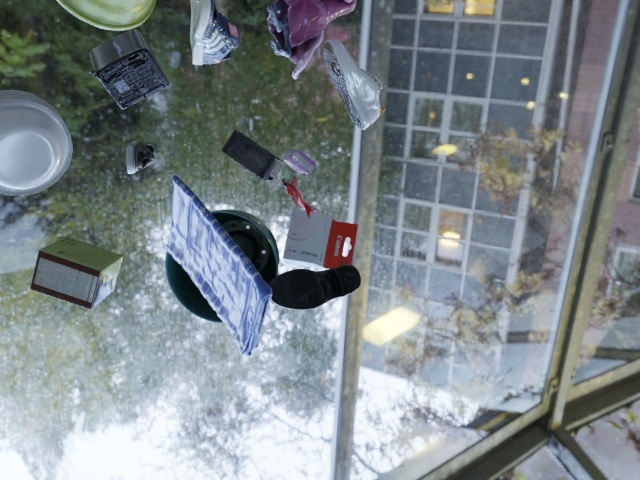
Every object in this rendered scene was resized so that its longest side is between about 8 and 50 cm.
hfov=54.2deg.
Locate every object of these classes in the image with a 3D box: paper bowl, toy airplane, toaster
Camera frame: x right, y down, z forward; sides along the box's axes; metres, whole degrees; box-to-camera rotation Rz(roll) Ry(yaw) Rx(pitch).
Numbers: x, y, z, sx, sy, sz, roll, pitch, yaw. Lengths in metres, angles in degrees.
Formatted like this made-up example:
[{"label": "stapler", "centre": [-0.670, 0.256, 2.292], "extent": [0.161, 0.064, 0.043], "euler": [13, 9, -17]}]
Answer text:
[{"label": "paper bowl", "centre": [-0.835, -0.257, 1.726], "extent": [0.284, 0.284, 0.148], "euler": [-11, -144, -31]}, {"label": "toy airplane", "centre": [-0.061, -0.122, 1.785], "extent": [0.028, 0.151, 0.151], "euler": [-36, -169, 21]}, {"label": "toaster", "centre": [-0.552, -0.491, 1.791], "extent": [0.168, 0.186, 0.110], "euler": [-28, -118, -1]}]

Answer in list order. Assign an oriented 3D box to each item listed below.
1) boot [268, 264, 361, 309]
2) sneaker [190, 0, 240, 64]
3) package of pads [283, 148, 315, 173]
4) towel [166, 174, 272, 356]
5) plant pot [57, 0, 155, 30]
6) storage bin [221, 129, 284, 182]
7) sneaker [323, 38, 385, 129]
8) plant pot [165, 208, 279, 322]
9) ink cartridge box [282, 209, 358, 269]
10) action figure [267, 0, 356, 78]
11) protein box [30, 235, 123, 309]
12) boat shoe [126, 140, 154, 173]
[{"label": "boot", "centre": [-0.053, 0.124, 1.471], "extent": [0.262, 0.091, 0.229], "euler": [-5, 170, -36]}, {"label": "sneaker", "centre": [-0.308, -0.634, 1.861], "extent": [0.148, 0.131, 0.350], "euler": [-5, 174, -13]}, {"label": "package of pads", "centre": [-0.043, -0.157, 1.241], "extent": [0.050, 0.032, 0.083], "euler": [39, 178, -17]}, {"label": "towel", "centre": [-0.220, 0.057, 1.286], "extent": [0.040, 0.243, 0.336], "euler": [-27, -117, -32]}, {"label": "plant pot", "centre": [-0.419, -0.630, 1.315], "extent": [0.276, 0.276, 0.253], "euler": [-19, 180, -43]}, {"label": "storage bin", "centre": [-0.219, -0.274, 2.046], "extent": [0.180, 0.084, 0.122], "euler": [36, -174, 8]}, {"label": "sneaker", "centre": [0.106, -0.479, 1.844], "extent": [0.123, 0.290, 0.106], "euler": [-38, -143, -12]}, {"label": "plant pot", "centre": [-0.244, 0.048, 1.696], "extent": [0.292, 0.293, 0.235], "euler": [4, -169, 3]}, {"label": "ink cartridge box", "centre": [0.000, 0.000, 2.161], "extent": [0.232, 0.189, 0.066], "euler": [6, 159, 12]}, {"label": "action figure", "centre": [0.013, -0.731, 1.979], "extent": [0.370, 0.276, 0.248], "euler": [-33, -172, -17]}, {"label": "protein box", "centre": [-0.776, 0.100, 2.003], "extent": [0.201, 0.136, 0.200], "euler": [19, -167, -2]}, {"label": "boat shoe", "centre": [-0.543, -0.255, 1.903], "extent": [0.076, 0.080, 0.228], "euler": [-2, -163, -9]}]
